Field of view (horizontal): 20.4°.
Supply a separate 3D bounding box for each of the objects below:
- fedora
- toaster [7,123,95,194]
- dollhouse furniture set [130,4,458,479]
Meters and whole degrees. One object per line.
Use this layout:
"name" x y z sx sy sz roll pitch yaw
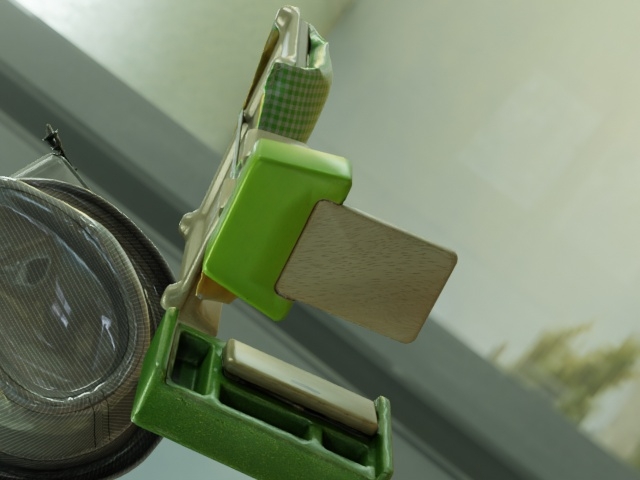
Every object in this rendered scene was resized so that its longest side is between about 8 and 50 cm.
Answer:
"fedora" -0.216 0.048 1.318 0.244 0.275 0.124 -20 -20 -19
"toaster" -0.268 0.021 1.698 0.110 0.185 0.168 -34 -8 -46
"dollhouse furniture set" 0.000 0.000 1.125 0.301 0.151 0.197 -88 23 -68
